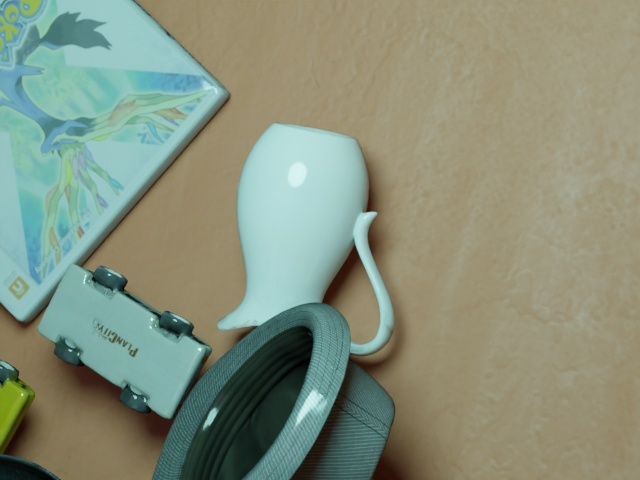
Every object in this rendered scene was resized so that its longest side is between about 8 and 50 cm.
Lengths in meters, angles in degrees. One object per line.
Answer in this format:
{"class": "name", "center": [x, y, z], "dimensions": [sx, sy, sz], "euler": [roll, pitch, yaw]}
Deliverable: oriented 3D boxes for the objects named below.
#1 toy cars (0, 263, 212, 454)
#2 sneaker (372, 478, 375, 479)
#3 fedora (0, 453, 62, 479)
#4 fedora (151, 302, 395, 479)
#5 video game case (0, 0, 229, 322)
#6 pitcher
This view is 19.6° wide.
{"class": "toy cars", "center": [-0.275, 0.127, 1.888], "dimensions": [0.394, 0.087, 0.176], "euler": [-15, 74, 24]}
{"class": "sneaker", "center": [0.047, 0.284, 1.722], "dimensions": [0.058, 0.084, 0.152], "euler": [-30, 70, 16]}
{"class": "fedora", "center": [-0.370, 0.353, 1.781], "dimensions": [0.334, 0.152, 0.334], "euler": [-3, 81, 17]}
{"class": "fedora", "center": [-0.029, 0.186, 1.680], "dimensions": [0.275, 0.124, 0.243], "euler": [-37, 27, 44]}
{"class": "video game case", "center": [-0.306, -0.133, 1.952], "dimensions": [0.300, 0.036, 0.329], "euler": [44, 99, 13]}
{"class": "pitcher", "center": [0.000, 0.000, 1.780], "dimensions": [0.178, 0.125, 0.207], "euler": [12, 96, 19]}
